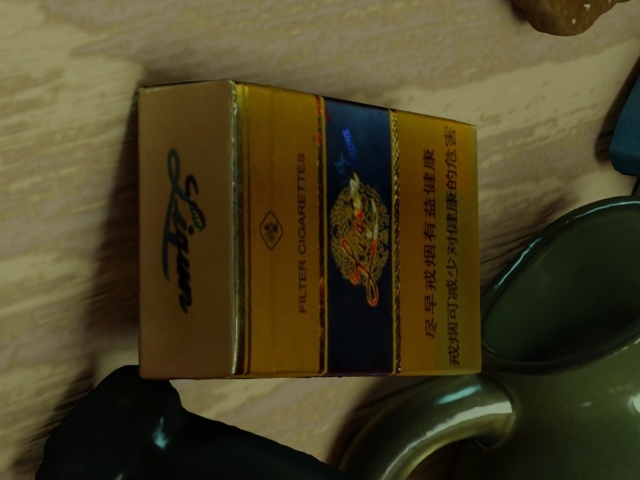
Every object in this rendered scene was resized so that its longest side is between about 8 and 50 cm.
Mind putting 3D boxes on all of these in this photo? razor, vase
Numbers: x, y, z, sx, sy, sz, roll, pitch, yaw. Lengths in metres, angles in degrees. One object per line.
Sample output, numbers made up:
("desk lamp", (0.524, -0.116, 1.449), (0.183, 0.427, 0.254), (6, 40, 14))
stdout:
("razor", (0.001, 0.184, 1.001), (0.107, 0.327, 0.189), (-48, 138, -18))
("vase", (0.154, 0.157, 1.306), (0.329, 0.241, 0.302), (-17, 111, -18))

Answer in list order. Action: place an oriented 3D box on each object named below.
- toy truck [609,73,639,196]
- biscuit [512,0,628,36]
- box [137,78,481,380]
("toy truck", (0.362, -0.064, 1.494), (0.367, 0.146, 0.175), (3, 101, -53))
("biscuit", (0.231, -0.257, 1.309), (0.334, 0.047, 0.202), (-25, 127, -41))
("box", (0.000, 0.000, 1.085), (0.237, 0.070, 0.152), (4, 85, -52))
